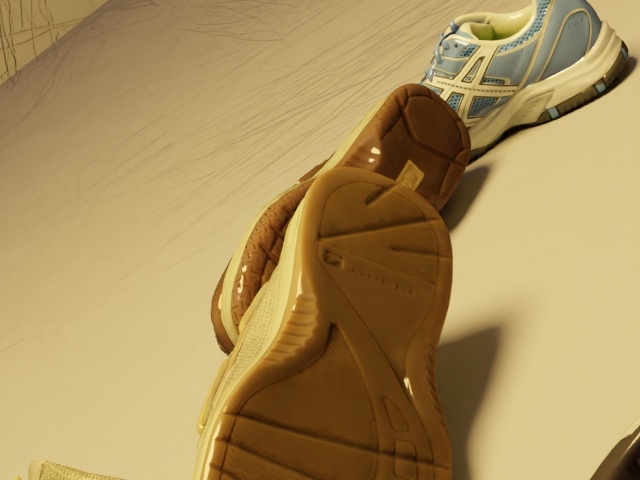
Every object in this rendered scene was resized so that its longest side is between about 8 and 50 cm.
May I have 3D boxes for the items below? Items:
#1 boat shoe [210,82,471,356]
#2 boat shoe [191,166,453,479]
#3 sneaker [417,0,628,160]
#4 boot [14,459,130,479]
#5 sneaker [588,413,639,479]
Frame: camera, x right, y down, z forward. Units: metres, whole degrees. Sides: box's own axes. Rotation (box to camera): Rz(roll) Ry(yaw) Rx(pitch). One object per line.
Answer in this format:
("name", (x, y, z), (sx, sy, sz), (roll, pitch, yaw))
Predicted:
("boat shoe", (0.005, 0.006, 1.000), (0.095, 0.095, 0.257), (-37, 6, 43))
("boat shoe", (-0.006, 0.091, 0.774), (0.098, 0.109, 0.302), (-58, 12, 39))
("sneaker", (0.094, -0.103, 1.113), (0.211, 0.081, 0.080), (-29, 20, 19))
("boot", (-0.117, 0.170, 0.659), (0.213, 0.077, 0.165), (-10, 65, 50))
("sneaker", (0.188, 0.052, 0.599), (0.235, 0.084, 0.097), (-36, -6, -9))
